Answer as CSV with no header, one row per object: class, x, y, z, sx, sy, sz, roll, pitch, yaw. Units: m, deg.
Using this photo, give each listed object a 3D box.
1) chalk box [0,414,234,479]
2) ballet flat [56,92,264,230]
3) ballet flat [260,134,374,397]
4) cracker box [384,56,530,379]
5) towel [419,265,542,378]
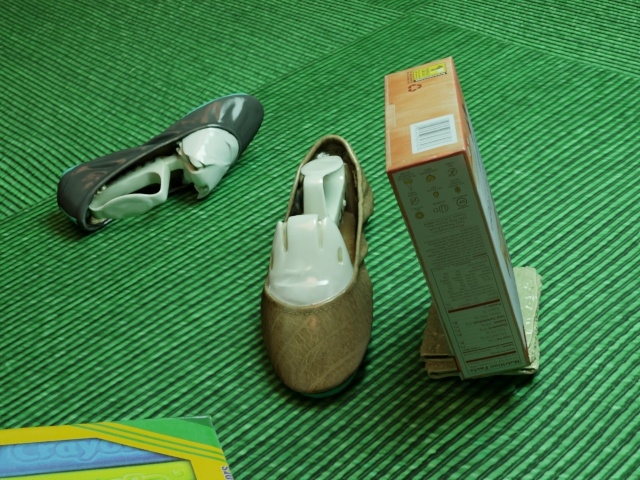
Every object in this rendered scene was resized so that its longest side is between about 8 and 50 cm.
chalk box,-0.192,0.235,0.564,0.289,0.180,0.179,-1,30,-23
ballet flat,-0.184,-0.085,1.170,0.280,0.095,0.096,-27,47,-6
ballet flat,0.000,0.000,0.966,0.116,0.124,0.342,-2,36,12
cracker box,0.118,-0.017,0.818,0.067,0.232,0.155,-14,35,13
towel,0.155,0.076,0.906,0.110,0.027,0.148,-1,37,15
